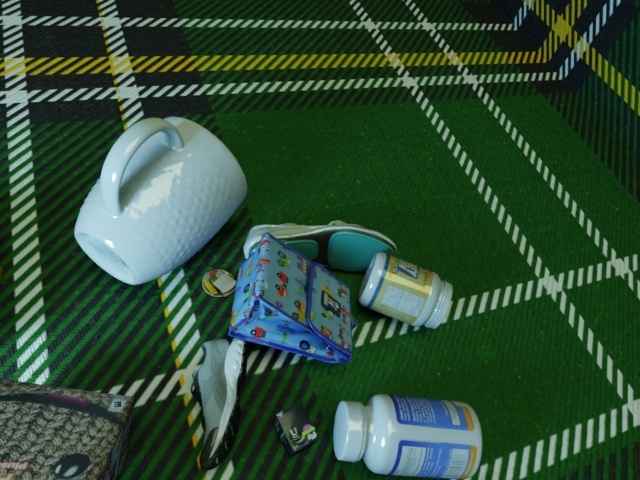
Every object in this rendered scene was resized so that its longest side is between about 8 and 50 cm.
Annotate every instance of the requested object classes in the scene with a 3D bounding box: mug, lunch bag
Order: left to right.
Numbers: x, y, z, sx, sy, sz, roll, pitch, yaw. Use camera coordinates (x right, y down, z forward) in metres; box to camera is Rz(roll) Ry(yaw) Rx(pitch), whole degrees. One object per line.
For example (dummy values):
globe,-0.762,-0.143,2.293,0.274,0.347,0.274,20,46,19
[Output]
mug,-0.366,-0.101,1.072,0.276,0.374,0.328,28,58,12
lunch bag,-0.041,0.151,1.119,0.293,0.138,0.220,28,33,-21

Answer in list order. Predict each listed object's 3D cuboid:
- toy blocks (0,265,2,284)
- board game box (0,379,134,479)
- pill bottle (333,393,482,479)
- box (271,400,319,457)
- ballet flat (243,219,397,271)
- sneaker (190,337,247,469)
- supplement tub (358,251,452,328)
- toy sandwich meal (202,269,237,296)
toy blocks,-0.798,0.105,0.930,0.261,0.190,0.381,-12,54,-12
board game box,-0.449,0.373,0.752,0.232,0.141,0.291,10,19,-9
pill bottle,0.170,0.394,0.992,0.272,0.152,0.152,9,52,-9
box,-0.052,0.385,0.998,0.062,0.052,0.083,-17,60,-28
ballet flat,0.000,0.000,1.269,0.401,0.139,0.139,0,54,-15
sneaker,-0.212,0.319,0.983,0.108,0.100,0.271,3,46,-2
supplement tub,0.208,0.126,1.210,0.200,0.144,0.144,21,51,0
toy sandwich meal,-0.242,0.100,1.172,0.086,0.029,0.085,8,52,-10
